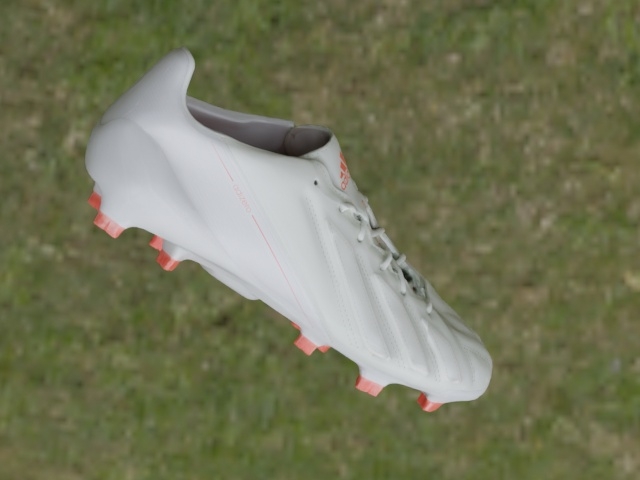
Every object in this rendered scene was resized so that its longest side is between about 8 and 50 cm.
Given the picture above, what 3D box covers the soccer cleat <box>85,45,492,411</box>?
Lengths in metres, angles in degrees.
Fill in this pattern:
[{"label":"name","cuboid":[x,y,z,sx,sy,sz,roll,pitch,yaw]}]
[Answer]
[{"label":"soccer cleat","cuboid":[0.000,0.000,0.773,0.196,0.068,0.076,32,99,-24]}]
